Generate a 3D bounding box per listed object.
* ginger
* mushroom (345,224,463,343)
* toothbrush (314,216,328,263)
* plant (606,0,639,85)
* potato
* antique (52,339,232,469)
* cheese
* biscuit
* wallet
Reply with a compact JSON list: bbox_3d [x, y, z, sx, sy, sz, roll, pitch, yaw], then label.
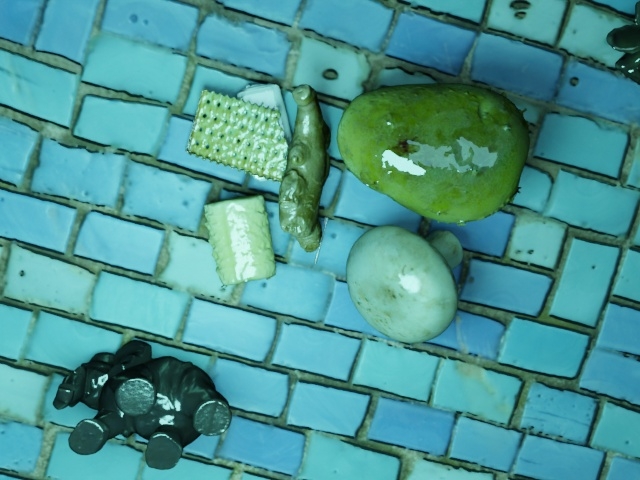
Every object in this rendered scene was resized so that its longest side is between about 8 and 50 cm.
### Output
[{"bbox_3d":[-0.029,-0.133,1.748,0.080,0.166,0.333,6,103,18],"label":"ginger"},{"bbox_3d":[0.180,0.069,1.773,0.243,0.243,0.243,-1,97,-5],"label":"mushroom"},{"bbox_3d":[0.000,0.000,1.831,0.008,0.006,0.097,14,95,-5],"label":"toothbrush"},{"bbox_3d":[0.698,-0.360,1.756,0.199,0.188,0.276,-43,99,0],"label":"plant"},{"bbox_3d":[0.208,-0.164,1.729,0.359,0.219,0.270,4,87,2],"label":"potato"},{"bbox_3d":[-0.331,0.307,1.722,0.322,0.255,0.185,13,99,-10],"label":"antique"},{"bbox_3d":[-0.154,-0.001,1.777,0.123,0.094,0.167,-11,94,6],"label":"cheese"},{"bbox_3d":[-0.151,-0.203,1.759,0.203,0.016,0.144,16,103,5],"label":"biscuit"},{"bbox_3d":[-0.106,-0.213,1.783,0.095,0.033,0.190,-14,99,-4],"label":"wallet"}]
